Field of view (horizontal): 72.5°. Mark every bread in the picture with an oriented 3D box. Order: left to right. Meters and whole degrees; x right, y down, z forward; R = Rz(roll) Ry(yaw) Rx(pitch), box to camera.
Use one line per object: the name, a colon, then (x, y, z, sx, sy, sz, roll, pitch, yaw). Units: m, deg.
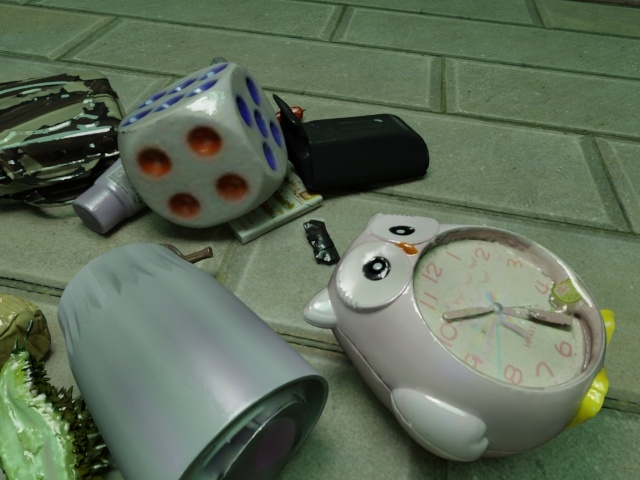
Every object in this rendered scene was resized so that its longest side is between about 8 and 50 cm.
bread: (-0.543, 0.182, 0.659, 0.106, 0.139, 0.236, 25, 46, 24)

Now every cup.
cup: (-0.187, 0.179, 0.609, 0.253, 0.253, 0.372, -32, 53, -29)

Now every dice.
dice: (-0.233, -0.197, 0.915, 0.259, 0.251, 0.243, -17, 36, 14)

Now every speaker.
speaker: (0.081, -0.250, 1.061, 0.389, 0.184, 0.180, -11, 45, -22)

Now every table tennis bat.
table tennis bat: (-0.274, 0.061, 0.885, 0.170, 0.119, 0.107, -19, 73, 8)

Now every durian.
durian: (-0.364, 0.276, 0.596, 0.132, 0.106, 0.375, -28, 61, -22)

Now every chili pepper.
chili pepper: (-0.121, -0.355, 1.272, 0.178, 0.045, 0.027, -17, 40, -11)

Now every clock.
clock: (0.190, 0.131, 0.679, 0.377, 0.250, 0.368, 28, 51, 14)

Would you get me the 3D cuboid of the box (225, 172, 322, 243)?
box: (-0.117, -0.080, 1.012, 0.221, 0.032, 0.122, -28, 54, -27)

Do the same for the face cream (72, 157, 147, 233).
face cream: (-0.419, -0.135, 0.992, 0.096, 0.154, 0.274, -9, 33, 48)

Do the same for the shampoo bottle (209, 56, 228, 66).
shampoo bottle: (-0.287, -0.516, 1.401, 0.072, 0.072, 0.214, -21, 51, -22)

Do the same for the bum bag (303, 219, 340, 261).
bum bag: (0.000, -0.001, 0.941, 0.058, 0.034, 0.124, -4, 45, -26)

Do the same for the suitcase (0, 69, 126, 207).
suitcase: (-0.618, -0.217, 1.011, 0.352, 0.194, 0.339, -20, 60, -21)
